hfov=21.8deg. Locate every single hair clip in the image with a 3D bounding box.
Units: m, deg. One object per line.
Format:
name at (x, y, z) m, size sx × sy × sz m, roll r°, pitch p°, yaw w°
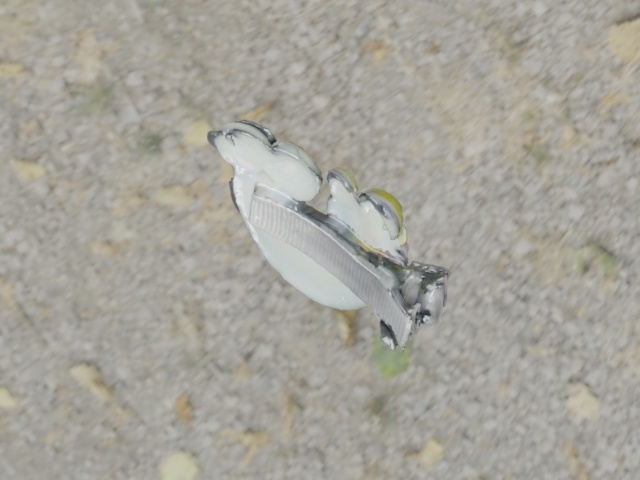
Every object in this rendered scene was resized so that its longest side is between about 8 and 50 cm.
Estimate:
hair clip at (0.000, 0.000, 1.016) m, size 0.172 × 0.049 × 0.116 m, roll 34°, pitch 140°, yaw 24°
